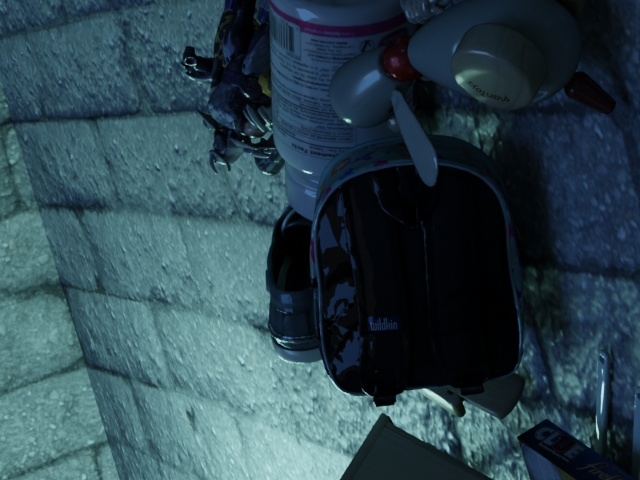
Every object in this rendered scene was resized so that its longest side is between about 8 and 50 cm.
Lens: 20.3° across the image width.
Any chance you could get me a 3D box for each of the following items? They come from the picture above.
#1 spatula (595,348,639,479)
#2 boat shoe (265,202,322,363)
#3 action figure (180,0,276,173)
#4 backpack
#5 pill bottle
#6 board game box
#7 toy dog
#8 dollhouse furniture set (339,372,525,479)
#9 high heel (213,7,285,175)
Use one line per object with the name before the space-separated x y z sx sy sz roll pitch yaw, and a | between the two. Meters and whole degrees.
spatula | 0.317 0.236 1.814 0.168 0.019 0.242 42 145 50
boat shoe | 0.000 0.000 2.050 0.319 0.116 0.099 -76 -22 -48
action figure | -0.092 -0.214 2.111 0.185 0.099 0.285 29 110 42
backpack | 0.099 0.015 1.857 0.191 0.225 0.253 -84 -13 -64
pill bottle | 0.026 -0.167 1.957 0.160 0.160 0.283 46 147 44
board game box | 0.293 0.319 1.845 0.165 0.042 0.243 33 148 55
toy dog | 0.156 -0.155 1.695 0.161 0.220 0.334 43 171 -18
dollhouse furniture set | 0.169 0.308 2.056 0.198 0.286 0.303 27 164 23
high heel | -0.041 -0.233 2.193 0.186 0.093 0.261 -45 51 40
